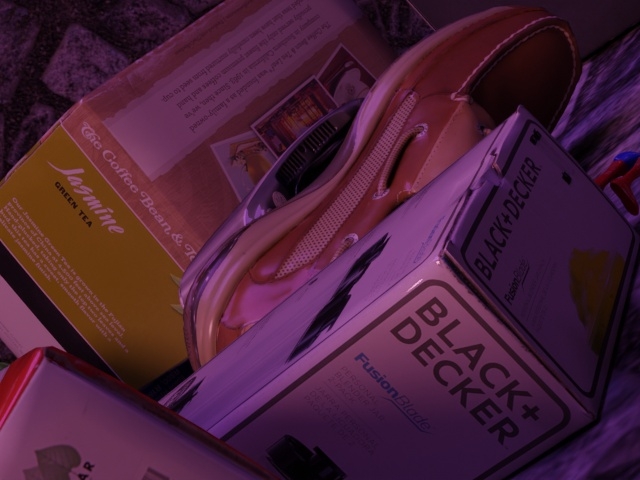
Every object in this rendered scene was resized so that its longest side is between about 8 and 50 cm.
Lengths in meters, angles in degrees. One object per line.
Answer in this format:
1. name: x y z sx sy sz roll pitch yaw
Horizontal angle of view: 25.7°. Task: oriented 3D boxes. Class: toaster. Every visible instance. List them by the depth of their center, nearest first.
1. toaster: 0.000 0.000 1.002 0.146 0.129 0.227 -40 8 45

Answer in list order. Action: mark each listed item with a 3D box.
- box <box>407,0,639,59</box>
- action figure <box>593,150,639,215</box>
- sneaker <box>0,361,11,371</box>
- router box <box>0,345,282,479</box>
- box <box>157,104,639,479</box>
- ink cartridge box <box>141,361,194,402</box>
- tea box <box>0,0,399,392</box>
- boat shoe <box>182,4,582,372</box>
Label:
1. box: 0.273 -0.322 1.202 0.312 0.179 0.343 -46 6 -31
2. action figure: 0.176 -0.049 0.679 0.115 0.030 0.038 -41 10 -24
3. sneaker: -0.218 0.218 0.899 0.202 0.185 0.483 -61 3 1
4. router box: -0.154 0.209 0.406 0.335 0.082 0.301 -62 13 -20
5. box: 0.001 0.080 0.640 0.290 0.087 0.169 -40 7 29
6. ink cartridge box: -0.193 0.181 1.376 0.223 0.045 0.224 -42 7 6
7. tea box: -0.115 -0.045 1.269 0.323 0.220 0.329 -34 8 46
8. boat shoe: 0.064 -0.013 0.837 0.120 0.122 0.324 17 57 47
